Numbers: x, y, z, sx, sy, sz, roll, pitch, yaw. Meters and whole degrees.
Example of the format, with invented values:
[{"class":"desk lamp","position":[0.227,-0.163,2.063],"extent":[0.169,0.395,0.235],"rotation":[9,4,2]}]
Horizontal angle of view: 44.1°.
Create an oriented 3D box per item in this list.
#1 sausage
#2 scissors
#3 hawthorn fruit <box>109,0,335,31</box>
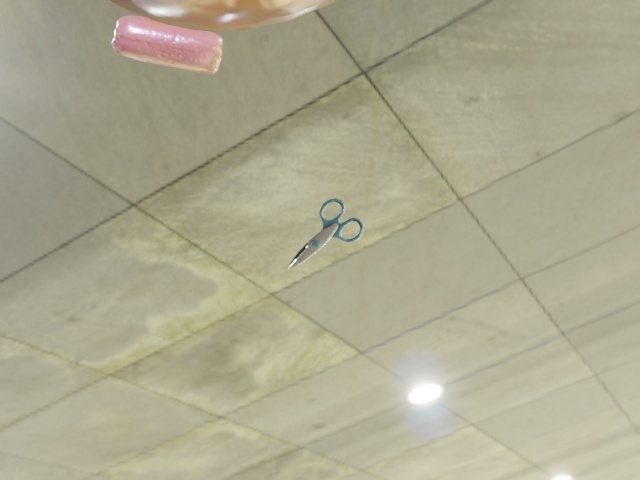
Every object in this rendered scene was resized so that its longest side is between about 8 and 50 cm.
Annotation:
[{"class":"sausage","position":[-0.217,-0.279,1.124],"extent":[0.154,0.062,0.062],"rotation":[9,142,-11]},{"class":"scissors","position":[0.000,0.000,0.941],"extent":[0.119,0.058,0.014],"rotation":[-43,-177,35]},{"class":"hawthorn fruit","position":[-0.053,-0.370,0.419],"extent":[0.472,0.471,0.471],"rotation":[-11,147,-7]}]
